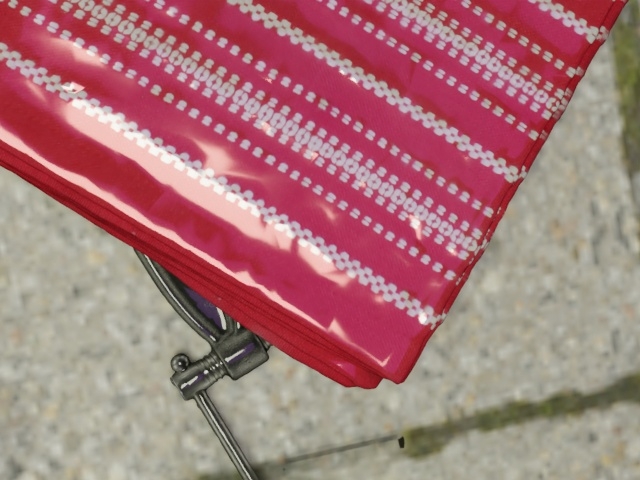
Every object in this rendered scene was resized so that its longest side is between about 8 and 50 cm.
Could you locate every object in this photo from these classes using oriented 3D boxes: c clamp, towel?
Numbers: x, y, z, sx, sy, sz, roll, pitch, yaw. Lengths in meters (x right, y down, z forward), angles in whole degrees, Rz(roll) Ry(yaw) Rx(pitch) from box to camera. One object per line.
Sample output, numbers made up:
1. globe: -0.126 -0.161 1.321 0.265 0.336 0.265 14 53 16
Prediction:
1. c clamp: 0.000 0.000 0.600 0.161 0.022 0.137 -38 94 -6
2. towel: 0.009 -0.106 0.577 0.199 0.031 0.275 31 85 -5
